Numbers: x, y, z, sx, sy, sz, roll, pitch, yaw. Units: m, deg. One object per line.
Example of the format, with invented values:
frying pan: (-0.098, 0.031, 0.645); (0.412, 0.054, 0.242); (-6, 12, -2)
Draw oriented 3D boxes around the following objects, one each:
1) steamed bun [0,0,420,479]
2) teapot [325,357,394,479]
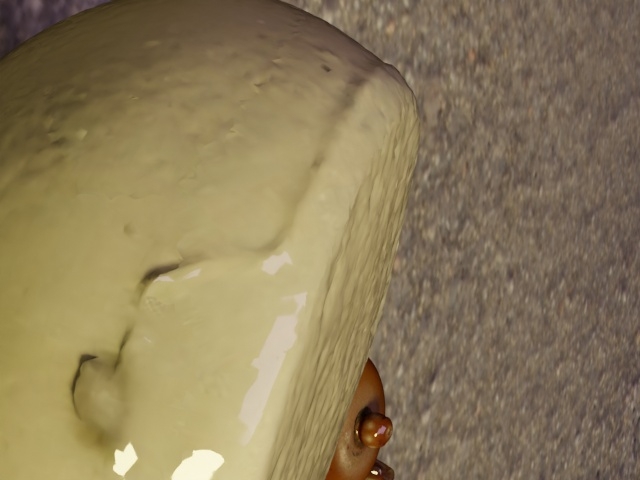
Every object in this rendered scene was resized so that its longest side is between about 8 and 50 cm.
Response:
steamed bun: (-0.080, 0.040, 0.621); (0.283, 0.177, 0.283); (17, 90, -82)
teapot: (-0.016, 0.085, 0.833); (0.173, 0.116, 0.116); (50, 52, -52)
